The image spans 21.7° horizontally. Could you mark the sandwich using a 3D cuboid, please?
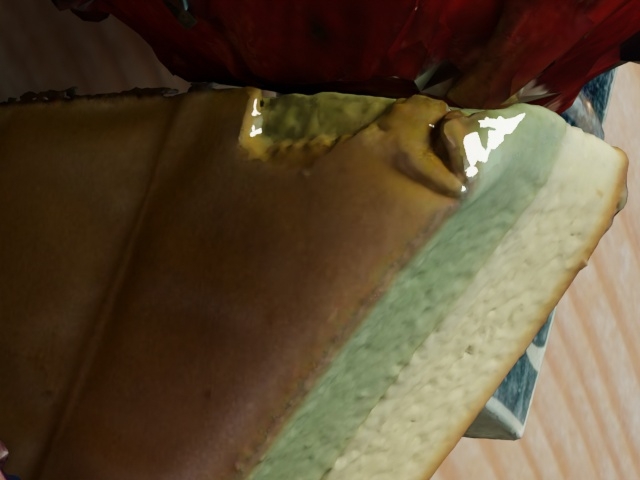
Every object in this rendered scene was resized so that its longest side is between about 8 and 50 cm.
[{"bbox_3d":[-0.020,0.048,0.553,0.108,0.220,0.186,18,75,-54],"label":"sandwich"}]

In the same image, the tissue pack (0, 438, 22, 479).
[{"bbox_3d":[-0.089,0.161,0.385,0.332,0.123,0.245,62,-2,3],"label":"tissue pack"}]

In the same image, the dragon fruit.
[{"bbox_3d":[0.023,-0.189,0.575,0.295,0.295,0.302,-4,99,-54],"label":"dragon fruit"}]

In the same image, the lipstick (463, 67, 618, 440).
[{"bbox_3d":[0.092,-0.042,0.830,0.077,0.076,0.290,42,59,-47],"label":"lipstick"}]
